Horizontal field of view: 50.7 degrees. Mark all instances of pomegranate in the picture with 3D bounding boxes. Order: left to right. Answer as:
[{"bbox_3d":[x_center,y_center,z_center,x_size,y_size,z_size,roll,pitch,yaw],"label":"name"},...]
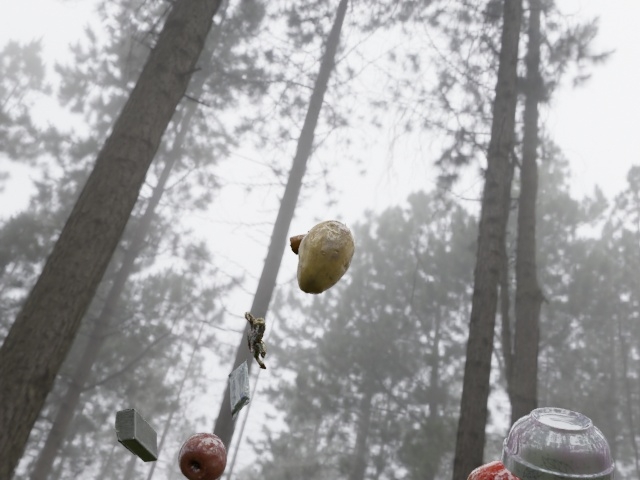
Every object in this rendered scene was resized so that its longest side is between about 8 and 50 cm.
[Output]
[{"bbox_3d":[0.549,0.792,2.092,0.221,0.220,0.256,20,-25,-10],"label":"pomegranate"}]

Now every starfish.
[{"bbox_3d":[-0.175,0.284,1.912,0.053,0.150,0.209,-15,-61,-14],"label":"starfish"}]

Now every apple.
[{"bbox_3d":[-0.358,0.662,2.042,0.154,0.153,0.120,4,2,17],"label":"apple"}]

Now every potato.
[{"bbox_3d":[0.013,0.051,1.920,0.161,0.234,0.128,14,-25,-17],"label":"potato"}]

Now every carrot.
[{"bbox_3d":[0.000,0.000,2.291,0.205,0.072,0.072,-11,-36,6],"label":"carrot"}]

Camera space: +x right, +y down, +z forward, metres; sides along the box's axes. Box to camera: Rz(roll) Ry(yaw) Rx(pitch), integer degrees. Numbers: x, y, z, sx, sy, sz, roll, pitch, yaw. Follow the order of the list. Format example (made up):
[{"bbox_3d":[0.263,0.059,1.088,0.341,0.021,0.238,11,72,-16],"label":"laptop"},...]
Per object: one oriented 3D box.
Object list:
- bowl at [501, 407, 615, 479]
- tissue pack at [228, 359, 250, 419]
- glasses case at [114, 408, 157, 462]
[{"bbox_3d":[0.632,0.540,1.794,0.287,0.143,0.287,2,6,0],"label":"bowl"},{"bbox_3d":[-0.294,0.536,2.445,0.026,0.193,0.122,23,-56,-28],"label":"tissue pack"},{"bbox_3d":[-0.421,0.452,1.553,0.047,0.070,0.205,-8,-30,-3],"label":"glasses case"}]
